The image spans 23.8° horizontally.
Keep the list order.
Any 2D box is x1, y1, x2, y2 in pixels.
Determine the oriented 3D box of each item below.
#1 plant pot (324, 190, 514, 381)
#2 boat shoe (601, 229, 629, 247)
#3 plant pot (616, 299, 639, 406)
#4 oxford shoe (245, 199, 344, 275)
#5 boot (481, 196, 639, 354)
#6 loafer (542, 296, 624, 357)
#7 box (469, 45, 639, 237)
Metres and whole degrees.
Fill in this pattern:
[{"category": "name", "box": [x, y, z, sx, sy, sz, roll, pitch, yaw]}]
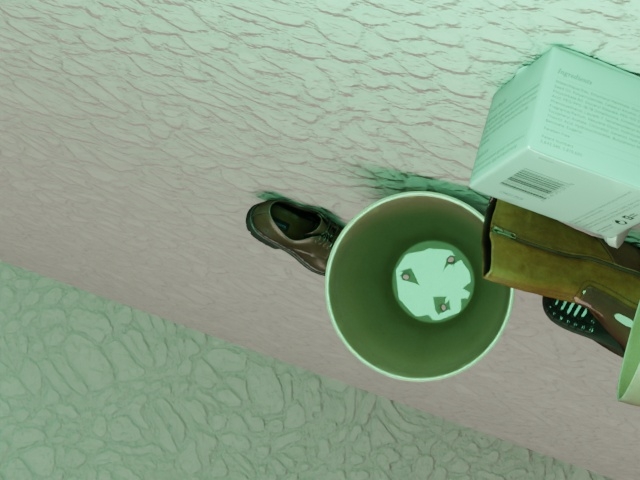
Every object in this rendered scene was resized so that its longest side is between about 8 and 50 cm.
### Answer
[{"category": "plant pot", "box": [0.150, 0.062, 2.170, 0.256, 0.256, 0.274, 15, -178, 8]}, {"category": "boat shoe", "box": [0.341, -0.047, 1.845, 0.063, 0.066, 0.184, 26, 173, 26]}, {"category": "plant pot", "box": [0.463, 0.072, 1.677, 0.191, 0.284, 0.284, 18, 166, 8]}, {"category": "oxford shoe", "box": [0.000, 0.000, 2.371, 0.227, 0.082, 0.096, 21, 161, -18]}, {"category": "boot", "box": [0.340, 0.075, 1.964, 0.280, 0.264, 0.096, 21, 141, -20]}, {"category": "loafer", "box": [0.493, 0.130, 2.157, 0.366, 0.134, 0.130, 32, -173, 38]}, {"category": "box", "box": [0.277, -0.099, 1.594, 0.182, 0.119, 0.181, 19, 166, -10]}]
